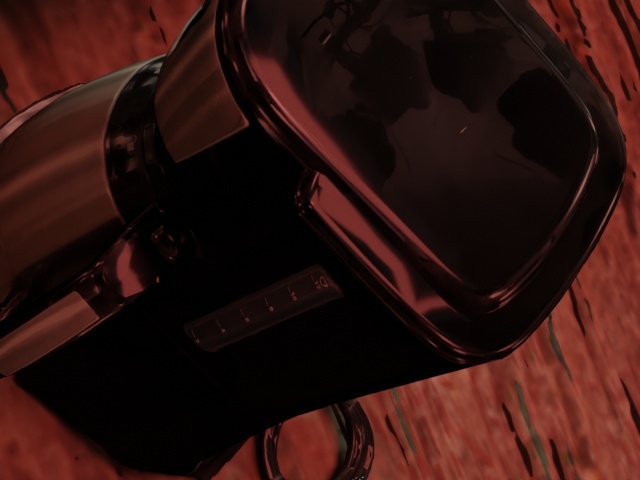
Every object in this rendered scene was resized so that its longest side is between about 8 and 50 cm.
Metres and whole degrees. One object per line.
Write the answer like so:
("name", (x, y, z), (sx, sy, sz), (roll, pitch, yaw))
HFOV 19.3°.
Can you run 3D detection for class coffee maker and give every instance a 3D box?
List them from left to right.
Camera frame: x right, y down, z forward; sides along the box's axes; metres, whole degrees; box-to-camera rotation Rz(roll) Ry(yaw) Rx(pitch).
("coffee maker", (0.000, 0.000, 0.547), (0.171, 0.178, 0.120), (27, 61, -26))
